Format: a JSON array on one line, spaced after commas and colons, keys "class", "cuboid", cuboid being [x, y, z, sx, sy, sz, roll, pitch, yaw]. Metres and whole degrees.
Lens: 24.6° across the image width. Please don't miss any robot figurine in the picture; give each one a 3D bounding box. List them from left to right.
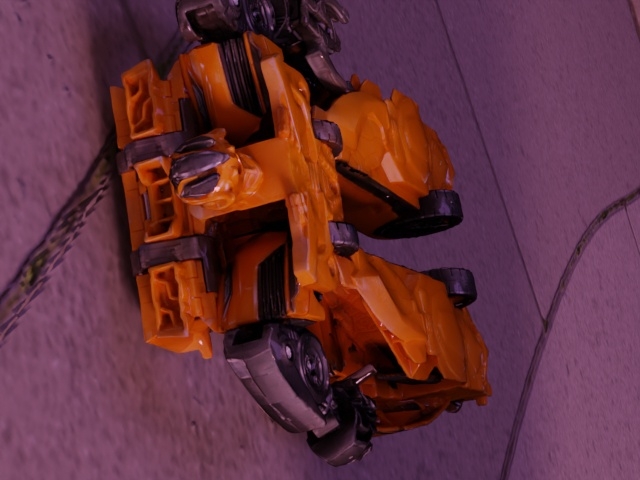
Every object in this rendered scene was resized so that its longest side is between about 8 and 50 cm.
[{"class": "robot figurine", "cuboid": [0.000, 0.000, 0.651, 0.291, 0.085, 0.211, 23, 55, -65]}]
